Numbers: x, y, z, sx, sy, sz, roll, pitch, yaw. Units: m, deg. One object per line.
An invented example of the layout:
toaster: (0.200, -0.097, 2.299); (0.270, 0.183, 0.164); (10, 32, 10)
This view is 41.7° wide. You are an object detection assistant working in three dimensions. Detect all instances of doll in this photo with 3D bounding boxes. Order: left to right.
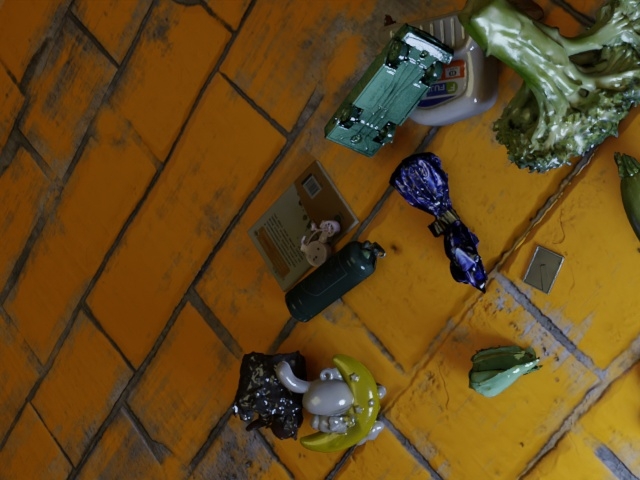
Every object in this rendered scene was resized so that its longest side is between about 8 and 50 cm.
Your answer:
doll: (0.033, 0.385, 2.008); (0.252, 0.111, 0.237); (-9, 101, -1)

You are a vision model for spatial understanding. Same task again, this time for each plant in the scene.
plant: (-0.121, 0.389, 2.110); (0.178, 0.204, 0.234); (3, 83, 5)

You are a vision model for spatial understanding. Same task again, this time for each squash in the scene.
squash: (0.655, -0.024, 1.623); (0.094, 0.094, 0.341); (-38, 73, 30)

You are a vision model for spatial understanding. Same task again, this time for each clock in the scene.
clock: (0.000, 0.000, 2.098); (0.087, 0.041, 0.129); (37, 115, 27)

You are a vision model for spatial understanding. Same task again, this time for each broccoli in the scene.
broccoli: (0.419, -0.305, 1.628); (0.275, 0.397, 0.353); (16, 108, 62)

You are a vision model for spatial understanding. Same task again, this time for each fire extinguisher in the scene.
fire extinguisher: (0.044, 0.088, 2.051); (0.095, 0.114, 0.311); (44, 118, -13)

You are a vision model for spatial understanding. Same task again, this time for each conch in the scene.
conch: (0.391, 0.271, 1.826); (0.170, 0.079, 0.106); (-31, 78, 16)

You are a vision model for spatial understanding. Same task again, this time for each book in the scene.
book: (-0.053, -0.035, 2.173); (0.295, 0.020, 0.208); (-44, 66, 27)

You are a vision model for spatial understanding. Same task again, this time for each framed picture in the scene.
framed picture: (0.477, 0.063, 1.800); (0.066, 0.006, 0.089); (28, 106, 32)

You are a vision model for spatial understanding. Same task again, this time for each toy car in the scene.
toy car: (0.141, -0.326, 1.831); (0.321, 0.141, 0.097); (-51, 32, 33)

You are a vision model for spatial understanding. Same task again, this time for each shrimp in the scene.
shrimp: (0.365, -0.515, 1.813); (0.251, 0.143, 0.052); (32, 131, 42)

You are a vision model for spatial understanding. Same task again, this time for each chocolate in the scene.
chocolate: (0.287, -0.031, 1.879); (0.343, 0.126, 0.148); (60, 159, 17)

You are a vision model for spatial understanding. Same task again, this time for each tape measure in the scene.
tape measure: (0.269, -0.391, 1.883); (0.258, 0.130, 0.265); (-1, 95, 38)
